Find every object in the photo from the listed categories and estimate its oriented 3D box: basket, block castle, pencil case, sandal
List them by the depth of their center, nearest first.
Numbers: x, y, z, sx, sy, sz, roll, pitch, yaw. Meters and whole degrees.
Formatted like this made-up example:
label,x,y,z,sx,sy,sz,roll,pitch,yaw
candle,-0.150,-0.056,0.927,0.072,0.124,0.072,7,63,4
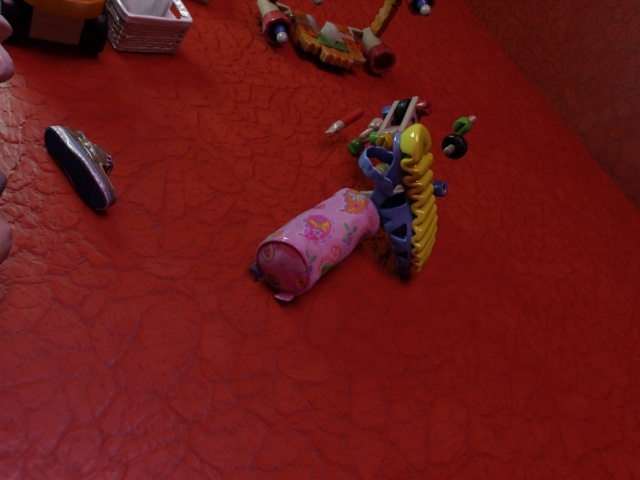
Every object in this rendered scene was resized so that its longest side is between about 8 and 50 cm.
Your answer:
label,x,y,z,sx,sy,sz,roll,pitch,yaw
pencil case,0.000,0.000,1.081,0.124,0.124,0.284,42,39,8
sandal,0.158,-0.077,1.176,0.138,0.317,0.126,3,23,25
basket,-0.388,-0.486,1.282,0.167,0.103,0.113,-14,66,-45
block castle,0.070,-0.654,1.647,0.453,0.303,0.213,5,49,-33

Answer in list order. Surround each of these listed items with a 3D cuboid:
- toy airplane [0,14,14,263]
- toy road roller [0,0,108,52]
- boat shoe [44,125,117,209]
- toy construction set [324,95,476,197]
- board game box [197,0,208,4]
label,x,y,z,sx,sy,sz,roll,pitch,yaw
toy airplane,-0.550,-0.172,0.707,0.384,0.272,0.386,9,80,-14
toy road roller,-0.523,-0.546,1.137,0.202,0.240,0.329,-1,52,-38
boat shoe,-0.379,-0.127,0.959,0.066,0.066,0.183,-20,65,-48
toy construction set,0.140,-0.185,1.318,0.309,0.257,0.237,30,47,25
board game box,-0.441,-0.771,1.547,0.303,0.097,0.224,9,47,-31
